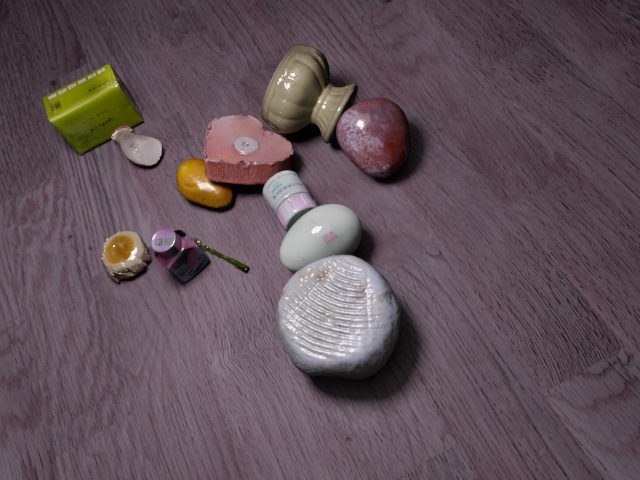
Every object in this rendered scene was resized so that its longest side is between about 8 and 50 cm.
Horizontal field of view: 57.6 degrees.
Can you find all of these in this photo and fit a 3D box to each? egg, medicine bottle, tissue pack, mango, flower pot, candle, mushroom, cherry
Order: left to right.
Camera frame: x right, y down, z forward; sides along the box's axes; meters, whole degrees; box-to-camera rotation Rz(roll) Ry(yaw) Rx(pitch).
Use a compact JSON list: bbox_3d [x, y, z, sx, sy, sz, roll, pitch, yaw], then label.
[{"bbox_3d":[-0.832,-0.482,2.145,0.274,0.200,0.167,-28,58,-3],"label":"tissue pack"},{"bbox_3d":[-0.672,-0.340,2.104,0.225,0.093,0.116,23,59,33],"label":"mushroom"},{"bbox_3d":[-0.435,0.036,1.778,0.119,0.188,0.094,-43,62,-7],"label":"medicine bottle"},{"bbox_3d":[-0.387,-0.183,1.940,0.227,0.109,0.147,40,69,19],"label":"mango"},{"bbox_3d":[-0.261,-0.275,1.918,0.316,0.132,0.287,31,45,24],"label":"candle"},{"bbox_3d":[-0.091,-0.120,1.825,0.135,0.135,0.169,-30,61,-5],"label":"medicine bottle"},{"bbox_3d":[-0.028,-0.463,1.919,0.244,0.307,0.308,30,70,4],"label":"flower pot"},{"bbox_3d":[0.000,0.000,1.710,0.264,0.183,0.183,-32,60,2],"label":"egg"},{"bbox_3d":[0.167,-0.338,1.828,0.235,0.213,0.286,-17,77,-12],"label":"cherry"}]

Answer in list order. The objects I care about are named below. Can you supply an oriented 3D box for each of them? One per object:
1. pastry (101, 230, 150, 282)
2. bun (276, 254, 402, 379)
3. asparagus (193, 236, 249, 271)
[{"bbox_3d":[-0.632,0.048,1.879,0.165,0.088,0.166,-6,60,11],"label":"pastry"},{"bbox_3d":[0.053,0.208,1.578,0.354,0.194,0.355,-6,63,12],"label":"bun"},{"bbox_3d":[-0.320,0.044,1.850,0.232,0.022,0.023,27,88,23],"label":"asparagus"}]
